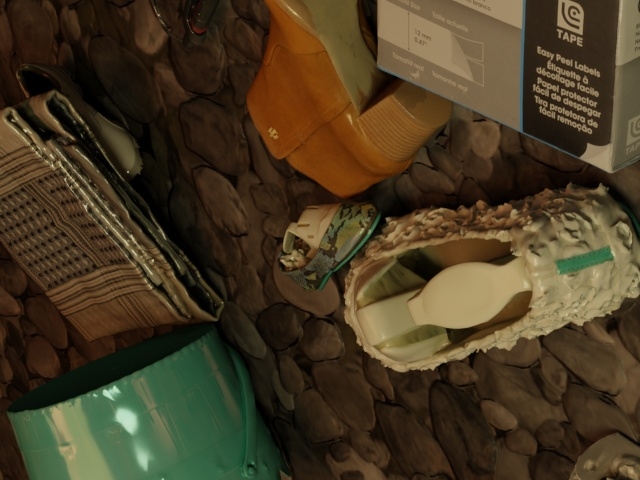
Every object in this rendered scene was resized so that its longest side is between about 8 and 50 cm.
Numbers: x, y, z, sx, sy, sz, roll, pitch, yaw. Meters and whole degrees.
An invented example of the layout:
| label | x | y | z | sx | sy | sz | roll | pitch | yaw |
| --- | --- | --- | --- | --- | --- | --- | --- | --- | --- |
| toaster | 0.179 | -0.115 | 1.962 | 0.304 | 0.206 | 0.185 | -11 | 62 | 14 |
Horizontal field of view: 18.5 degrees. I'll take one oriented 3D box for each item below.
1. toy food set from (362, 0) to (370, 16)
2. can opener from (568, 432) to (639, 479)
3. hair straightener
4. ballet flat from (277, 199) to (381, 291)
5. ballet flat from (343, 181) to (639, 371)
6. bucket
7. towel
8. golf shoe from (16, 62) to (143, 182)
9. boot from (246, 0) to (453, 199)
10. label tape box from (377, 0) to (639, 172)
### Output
| label | x | y | z | sx | sy | sz | roll | pitch | yaw |
| --- | --- | --- | --- | --- | --- | --- | --- | --- | --- |
| toy food set | -0.009 | -0.223 | 1.766 | 0.122 | 0.019 | 0.078 | -11 | 103 | 55 |
| can opener | 0.325 | 0.257 | 1.628 | 0.283 | 0.076 | 0.095 | 32 | 168 | 36 |
| hair straightener | -0.114 | -0.268 | 1.862 | 0.089 | 0.047 | 0.230 | 51 | 148 | 18 |
| ballet flat | 0.000 | 0.000 | 1.833 | 0.070 | 0.070 | 0.188 | 57 | 155 | 9 |
| ballet flat | 0.107 | 0.039 | 1.692 | 0.409 | 0.147 | 0.147 | -24 | 93 | 57 |
| bucket | -0.187 | 0.215 | 2.082 | 0.281 | 0.281 | 0.183 | -12 | 101 | 55 |
| towel | -0.279 | -0.013 | 2.158 | 0.312 | 0.056 | 0.324 | 54 | 150 | -14 |
| golf shoe | -0.265 | -0.124 | 2.097 | 0.176 | 0.086 | 0.069 | 44 | 97 | 22 |
| boot | -0.025 | -0.171 | 1.726 | 0.295 | 0.104 | 0.211 | 52 | 148 | -4 |
| label tape box | 0.160 | -0.256 | 1.442 | 0.249 | 0.115 | 0.348 | 29 | 135 | 39 |
